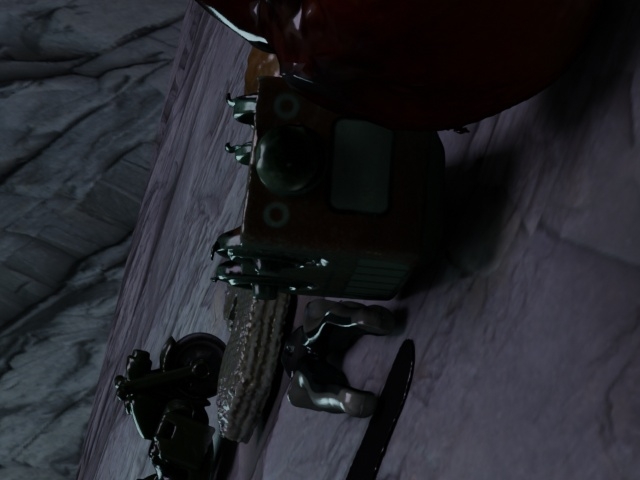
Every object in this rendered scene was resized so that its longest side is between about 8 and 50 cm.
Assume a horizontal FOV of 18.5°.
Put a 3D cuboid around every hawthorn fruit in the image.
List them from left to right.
[{"bbox_3d":[0.049,-0.223,1.164,0.295,0.295,0.311,-176,96,-79],"label":"hawthorn fruit"}]

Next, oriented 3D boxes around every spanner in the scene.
[{"bbox_3d":[0.005,0.093,1.619,0.325,0.040,0.096,168,114,-78],"label":"spanner"}]

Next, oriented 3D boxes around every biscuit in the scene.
[{"bbox_3d":[-0.066,0.075,1.994,0.250,0.046,0.147,-90,18,-52],"label":"biscuit"}]

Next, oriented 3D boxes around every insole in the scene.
[{"bbox_3d":[0.032,0.175,1.478,0.080,0.003,0.232,-100,26,-65],"label":"insole"}]

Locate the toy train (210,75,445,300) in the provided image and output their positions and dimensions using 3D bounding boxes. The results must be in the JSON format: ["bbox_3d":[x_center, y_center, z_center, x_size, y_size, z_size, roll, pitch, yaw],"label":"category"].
[{"bbox_3d":[0.003,-0.028,1.385,0.326,0.159,0.129,104,169,-82],"label":"toy train"}]

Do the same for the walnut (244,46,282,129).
[{"bbox_3d":[0.011,-0.134,1.599,0.184,0.155,0.155,173,111,-76],"label":"walnut"}]

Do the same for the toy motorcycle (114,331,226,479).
[{"bbox_3d":[-0.168,0.237,2.102,0.205,0.127,0.275,-146,67,-82],"label":"toy motorcycle"}]
